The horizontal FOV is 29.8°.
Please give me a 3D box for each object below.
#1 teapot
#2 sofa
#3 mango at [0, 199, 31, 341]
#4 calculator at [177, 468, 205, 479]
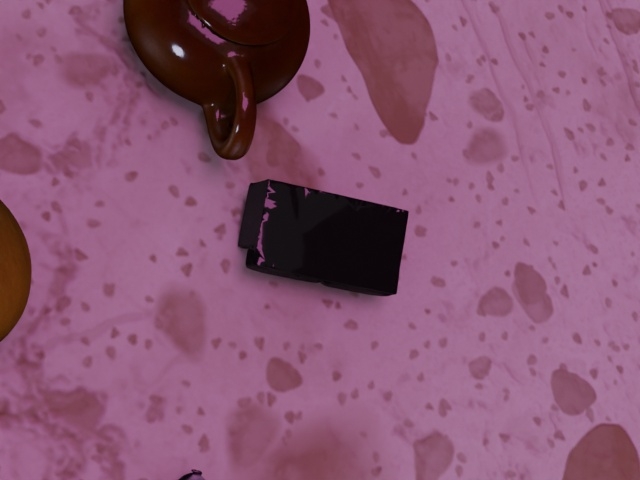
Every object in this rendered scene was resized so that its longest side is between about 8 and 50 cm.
[{"bbox_3d":[-0.084,-0.195,1.085,0.178,0.135,0.252,2,67,-22],"label":"teapot"},{"bbox_3d":[0.000,0.000,1.098,0.147,0.060,0.085,11,81,-23],"label":"sofa"},{"bbox_3d":[-0.322,-0.011,0.910,0.237,0.091,0.137,39,51,0],"label":"mango"},{"bbox_3d":[-0.081,0.324,0.931,0.161,0.021,0.261,-32,86,-34],"label":"calculator"}]
